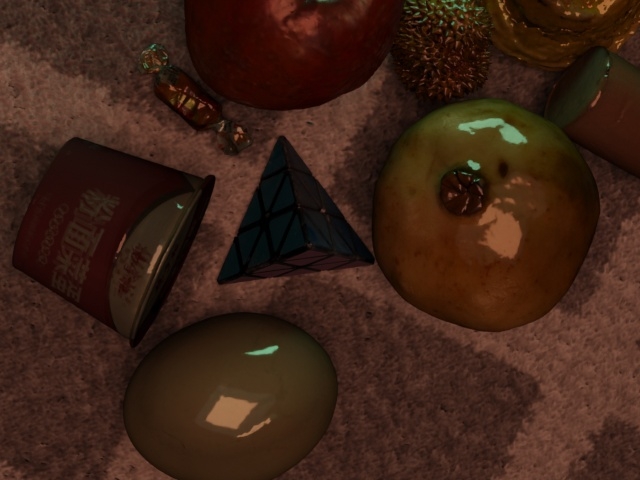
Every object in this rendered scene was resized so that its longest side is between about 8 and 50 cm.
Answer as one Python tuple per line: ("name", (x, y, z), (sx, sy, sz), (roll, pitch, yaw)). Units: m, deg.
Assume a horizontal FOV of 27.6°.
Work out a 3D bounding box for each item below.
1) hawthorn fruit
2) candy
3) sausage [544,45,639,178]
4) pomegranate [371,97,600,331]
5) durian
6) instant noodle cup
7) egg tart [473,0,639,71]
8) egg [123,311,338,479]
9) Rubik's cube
("hawthorn fruit", (-0.031, -0.291, 1.557), (0.284, 0.284, 0.284), (-1, 98, -7))
("candy", (-0.161, -0.175, 1.657), (0.182, 0.046, 0.053), (43, 89, -9))
("sausage", (0.421, -0.143, 1.683), (0.253, 0.123, 0.123), (27, 94, -22))
("pomegranate", (0.209, -0.031, 1.621), (0.307, 0.307, 0.307), (-1, 98, -7))
("durian", (0.148, -0.249, 1.633), (0.137, 0.168, 0.158), (-11, 121, -30))
("instant noodle cup", (-0.254, -0.008, 1.587), (0.178, 0.235, 0.234), (24, 94, 0))
("egg tart", (0.316, -0.358, 1.656), (0.294, 0.123, 0.294), (-1, 100, -6))
("egg", (-0.111, 0.201, 1.630), (0.269, 0.219, 0.219), (-19, 100, 0))
("Rubik's cube", (0.000, 0.000, 1.640), (0.190, 0.178, 0.211), (18, 96, -13))
